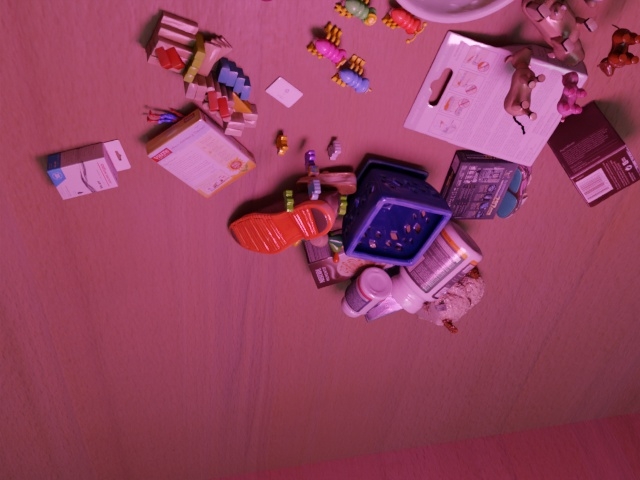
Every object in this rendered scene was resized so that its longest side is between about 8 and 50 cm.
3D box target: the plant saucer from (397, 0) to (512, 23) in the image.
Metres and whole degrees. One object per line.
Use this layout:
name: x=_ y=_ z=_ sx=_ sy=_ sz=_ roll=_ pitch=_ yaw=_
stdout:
plant saucer: x=0.306 y=-0.656 z=1.557 sx=0.400 sy=0.101 sz=0.401 roll=-8 pitch=139 yaw=-7

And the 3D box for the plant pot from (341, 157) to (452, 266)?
plant pot: x=0.191 y=-0.089 z=2.068 sx=0.235 sy=0.212 sz=0.236 roll=10 pitch=133 yaw=-26

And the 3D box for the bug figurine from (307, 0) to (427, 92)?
bug figurine: x=0.101 y=-0.462 z=1.731 sx=0.216 sy=0.072 sz=0.279 roll=20 pitch=128 yaw=-34

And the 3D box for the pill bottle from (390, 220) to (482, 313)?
pill bottle: x=0.341 y=0.084 z=2.255 sx=0.278 sy=0.162 sz=0.162 roll=-44 pitch=132 yaw=18

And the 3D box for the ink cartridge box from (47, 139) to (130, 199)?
ink cartridge box: x=-0.573 y=-0.177 z=1.850 sx=0.180 sy=0.060 sz=0.104 roll=-14 pitch=139 yaw=-1

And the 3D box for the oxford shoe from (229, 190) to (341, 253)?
oxford shoe: x=-0.094 y=-0.056 z=2.064 sx=0.363 sy=0.133 sz=0.130 roll=-10 pitch=118 yaw=34

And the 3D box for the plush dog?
plush dog: x=0.459 y=0.186 z=2.500 sx=0.225 sy=0.210 sz=0.263 roll=-29 pitch=144 yaw=-21

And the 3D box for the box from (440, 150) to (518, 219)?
box: x=0.456 y=-0.159 z=2.186 sx=0.183 sy=0.059 sz=0.233 roll=-1 pitch=138 yaw=-13

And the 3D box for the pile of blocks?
pile of blocks: x=-0.244 y=-0.364 z=1.704 sx=0.148 sy=0.113 sz=0.362 roll=-32 pitch=137 yaw=19

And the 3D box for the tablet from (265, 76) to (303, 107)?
tablet: x=-0.089 y=-0.365 z=1.831 sx=0.054 sy=0.006 sz=0.083 roll=-39 pitch=135 yaw=24

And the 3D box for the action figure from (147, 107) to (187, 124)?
action figure: x=-0.361 y=-0.298 z=1.806 sx=0.115 sy=0.030 sz=0.038 roll=4 pitch=141 yaw=-28

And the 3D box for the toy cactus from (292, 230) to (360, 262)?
toy cactus: x=0.000 y=0.000 z=2.112 sx=0.218 sy=0.180 sz=0.112 roll=20 pitch=97 yaw=11

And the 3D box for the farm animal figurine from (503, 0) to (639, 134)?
farm animal figurine: x=0.552 y=-0.461 z=1.742 sx=0.330 sy=0.172 sz=0.327 roll=-25 pitch=110 yaw=0

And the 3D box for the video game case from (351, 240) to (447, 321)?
video game case: x=0.242 y=0.124 z=2.369 sx=0.274 sy=0.026 sz=0.196 roll=-21 pitch=95 yaw=5

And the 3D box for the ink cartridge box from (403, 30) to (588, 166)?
ink cartridge box: x=0.449 y=-0.380 z=1.950 sx=0.384 sy=0.091 sz=0.308 roll=16 pitch=133 yaw=-9

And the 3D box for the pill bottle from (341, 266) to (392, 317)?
pill bottle: x=0.134 y=0.165 z=2.278 sx=0.107 sy=0.108 sz=0.180 roll=7 pitch=150 yaw=-23

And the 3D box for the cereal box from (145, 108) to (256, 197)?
cereal box: x=-0.299 y=-0.216 z=1.885 sx=0.173 sy=0.047 sz=0.240 roll=-30 pitch=143 yaw=16

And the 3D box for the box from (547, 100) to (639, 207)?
box: x=0.759 y=-0.240 z=2.081 sx=0.167 sy=0.203 sz=0.168 roll=-33 pitch=136 yaw=19

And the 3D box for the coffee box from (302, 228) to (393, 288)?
coffee box: x=0.084 y=0.042 z=2.266 sx=0.246 sy=0.098 sz=0.141 roll=-17 pitch=140 yaw=2

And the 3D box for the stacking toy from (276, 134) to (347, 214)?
stacking toy: x=-0.024 y=-0.167 z=1.918 sx=0.166 sy=0.221 sz=0.052 roll=2 pitch=157 yaw=-23

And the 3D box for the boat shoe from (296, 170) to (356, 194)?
boat shoe: x=0.019 y=-0.162 z=2.051 sx=0.169 sy=0.059 sz=0.063 roll=3 pitch=147 yaw=11

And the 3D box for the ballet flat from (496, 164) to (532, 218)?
ballet flat: x=0.593 y=-0.154 z=2.235 sx=0.079 sy=0.077 sz=0.222 roll=-22 pitch=143 yaw=-23
